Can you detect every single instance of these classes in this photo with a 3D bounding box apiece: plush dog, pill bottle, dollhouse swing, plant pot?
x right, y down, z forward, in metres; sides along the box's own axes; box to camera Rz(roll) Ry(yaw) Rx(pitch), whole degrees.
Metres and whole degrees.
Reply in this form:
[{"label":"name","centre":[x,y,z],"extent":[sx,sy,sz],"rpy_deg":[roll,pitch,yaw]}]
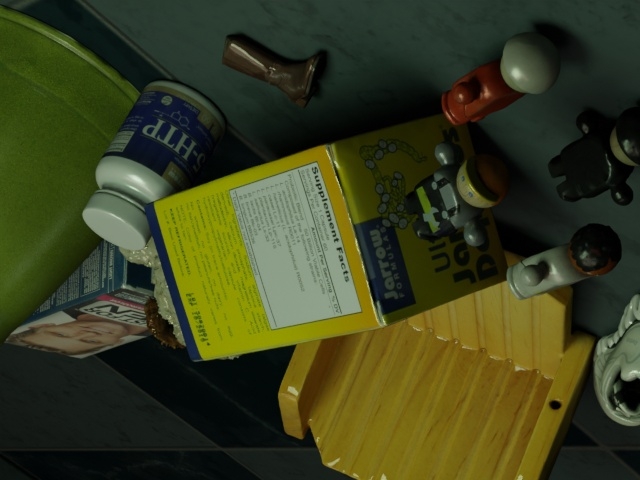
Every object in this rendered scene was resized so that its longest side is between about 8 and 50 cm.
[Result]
[{"label":"plush dog","centre":[-0.120,0.082,2.109],"extent":[0.263,0.210,0.225],"rpy_deg":[-2,156,4]},{"label":"pill bottle","centre":[-0.201,-0.086,1.952],"extent":[0.112,0.186,0.112],"rpy_deg":[22,156,11]},{"label":"dollhouse swing","centre":[0.127,0.160,2.005],"extent":[0.347,0.315,0.305],"rpy_deg":[21,175,15]},{"label":"plant pot","centre":[-0.432,-0.050,2.063],"extent":[0.367,0.353,0.366],"rpy_deg":[23,155,11]}]

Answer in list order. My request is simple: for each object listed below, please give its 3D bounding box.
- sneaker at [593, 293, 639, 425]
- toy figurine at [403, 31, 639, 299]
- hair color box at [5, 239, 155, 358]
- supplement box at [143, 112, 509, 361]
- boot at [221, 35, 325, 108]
[{"label":"sneaker","centre":[0.369,0.167,1.951],"extent":[0.110,0.118,0.292],"rpy_deg":[21,156,10]},{"label":"toy figurine","centre":[0.206,-0.065,1.552],"extent":[0.213,0.209,0.148],"rpy_deg":[34,149,-16]},{"label":"hair color box","centre":[-0.309,0.075,2.341],"extent":[0.174,0.105,0.347],"rpy_deg":[17,156,-39]},{"label":"supplement box","centre":[0.000,0.000,1.801],"extent":[0.356,0.195,0.194],"rpy_deg":[-14,93,52]},{"label":"boot","centre":[-0.055,-0.195,1.778],"extent":[0.114,0.037,0.106],"rpy_deg":[32,154,2]}]
